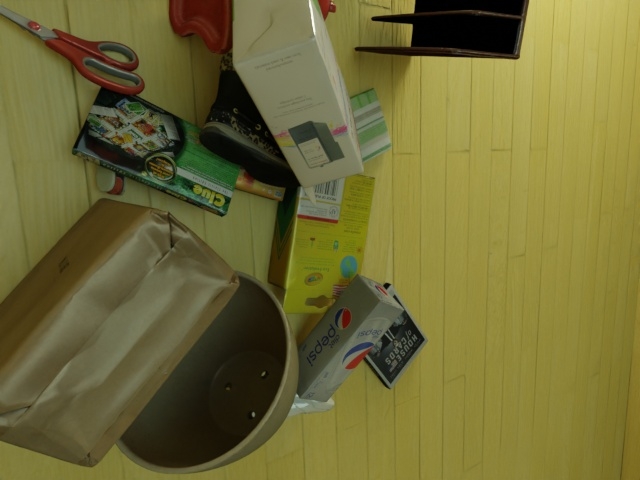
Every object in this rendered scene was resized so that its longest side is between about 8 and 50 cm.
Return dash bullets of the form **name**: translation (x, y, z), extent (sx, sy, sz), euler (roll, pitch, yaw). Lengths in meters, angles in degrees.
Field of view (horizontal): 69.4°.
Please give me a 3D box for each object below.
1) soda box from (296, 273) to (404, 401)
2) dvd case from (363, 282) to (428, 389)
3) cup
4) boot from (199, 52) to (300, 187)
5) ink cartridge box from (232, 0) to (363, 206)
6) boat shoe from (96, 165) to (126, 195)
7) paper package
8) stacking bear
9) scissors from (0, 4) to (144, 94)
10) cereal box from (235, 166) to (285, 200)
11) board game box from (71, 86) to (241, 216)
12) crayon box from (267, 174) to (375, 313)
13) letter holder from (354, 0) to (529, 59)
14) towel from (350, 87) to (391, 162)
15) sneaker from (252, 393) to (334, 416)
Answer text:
- **soda box**: translation (0.046, 0.218, 1.013), extent (0.091, 0.098, 0.286), euler (26, 107, -42)
- **dvd case**: translation (0.179, 0.254, 1.221), extent (0.179, 0.030, 0.238), euler (-46, 119, -19)
- **cup**: translation (-0.172, 0.249, 0.835), extent (0.331, 0.331, 0.237), euler (-53, 148, -16)
- **boot**: translation (-0.105, -0.211, 0.848), extent (0.237, 0.085, 0.178), euler (26, 62, -46)
- **ink cartridge box**: translation (-0.018, -0.235, 0.771), extent (0.353, 0.119, 0.206), euler (59, 21, -57)
- **boat shoe**: translation (-0.350, -0.145, 0.786), extent (0.043, 0.049, 0.136), euler (19, 69, -71)
- **paper package**: translation (-0.323, 0.101, 0.670), extent (0.168, 0.325, 0.309), euler (47, 70, -31)
- **stacking bear**: translation (-0.100, -0.440, 0.845), extent (0.289, 0.175, 0.164), euler (-21, 136, -43)
- **scissors**: translation (-0.415, -0.306, 0.697), extent (0.297, 0.021, 0.108), euler (14, 54, -35)
- **cereal box**: translation (-0.128, -0.215, 0.923), extent (0.173, 0.047, 0.239), euler (14, 90, -33)
- **board game box**: translation (-0.262, -0.151, 0.789), extent (0.260, 0.030, 0.136), euler (25, 64, -28)
- **crayon box**: translation (0.000, 0.000, 1.025), extent (0.203, 0.081, 0.317), euler (7, 92, -35)
- **letter holder**: translation (0.234, -0.465, 0.966), extent (0.215, 0.302, 0.151), euler (-13, 116, -32)
- **towel**: translation (0.108, -0.271, 1.098), extent (0.113, 0.023, 0.151), euler (-31, 112, -29)
- **sneaker**: translation (-0.071, 0.373, 1.050), extent (0.213, 0.080, 0.094), euler (18, 99, -28)
